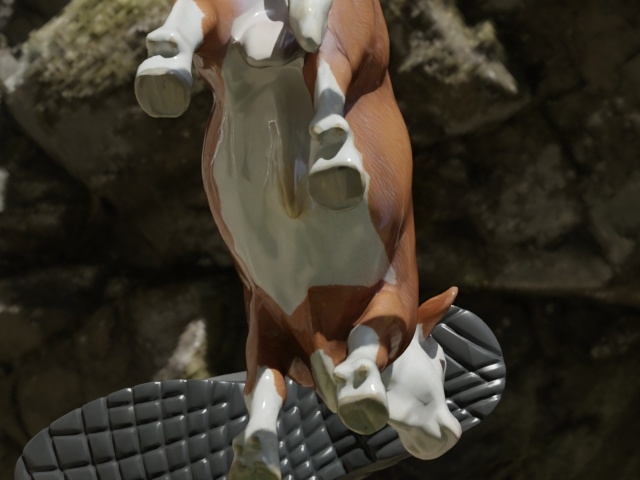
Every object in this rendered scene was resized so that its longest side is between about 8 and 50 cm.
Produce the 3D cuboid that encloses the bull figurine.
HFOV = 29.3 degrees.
[{"bbox_3d":[0.000,0.000,0.574,0.188,0.101,0.310,-76,154,-63],"label":"bull figurine"}]

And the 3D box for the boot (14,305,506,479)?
[{"bbox_3d":[-0.029,0.148,0.882,0.223,0.338,0.118,81,-5,-79],"label":"boot"}]
